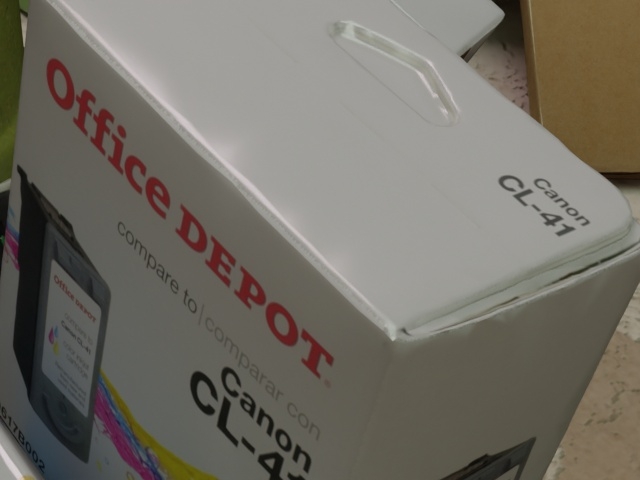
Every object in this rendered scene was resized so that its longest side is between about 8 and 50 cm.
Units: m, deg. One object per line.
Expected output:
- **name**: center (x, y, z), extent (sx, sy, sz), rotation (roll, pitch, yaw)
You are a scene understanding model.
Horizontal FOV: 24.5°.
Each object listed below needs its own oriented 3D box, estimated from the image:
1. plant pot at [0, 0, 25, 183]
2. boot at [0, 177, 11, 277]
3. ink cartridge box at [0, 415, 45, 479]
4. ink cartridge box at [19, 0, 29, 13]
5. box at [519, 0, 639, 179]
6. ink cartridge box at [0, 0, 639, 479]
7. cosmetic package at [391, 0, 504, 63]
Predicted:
- **plant pot**: center (-0.277, -0.153, 0.825), extent (0.276, 0.254, 0.276), rotation (8, 41, -7)
- **boot**: center (-0.207, 0.036, 0.764), extent (0.088, 0.176, 0.244), rotation (67, 20, 6)
- **ink cartridge box**: center (-0.147, 0.176, 0.492), extent (0.197, 0.198, 0.270), rotation (-34, 57, -14)
- **ink cartridge box**: center (-0.129, -0.224, 1.102), extent (0.171, 0.056, 0.235), rotation (33, 46, 21)
- **box**: center (0.221, -0.142, 1.050), extent (0.164, 0.021, 0.201), rotation (-1, 77, -14)
- **ink cartridge box**: center (-0.028, 0.060, 0.615), extent (0.131, 0.306, 0.226), rotation (-22, 52, -35)
- **cosmetic package**: center (-0.004, -0.177, 0.989), extent (0.231, 0.117, 0.085), rotation (43, 45, 3)
